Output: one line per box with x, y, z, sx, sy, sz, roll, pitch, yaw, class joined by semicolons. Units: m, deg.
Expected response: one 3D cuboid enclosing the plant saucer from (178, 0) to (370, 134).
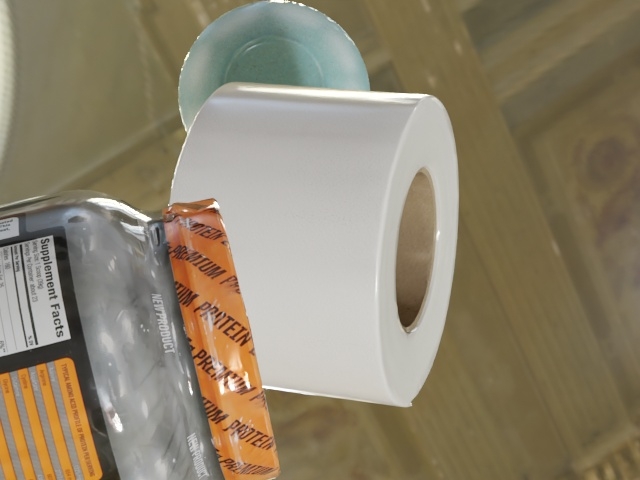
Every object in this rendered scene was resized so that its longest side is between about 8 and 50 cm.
-0.046;-0.150;1.530;0.195;0.195;0.037;-31;175;-5;plant saucer

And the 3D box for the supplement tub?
-0.189;0.086;0.789;0.316;0.194;0.193;-12;-148;-5;supplement tub

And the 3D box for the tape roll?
0.000;0.000;1.211;0.169;0.246;0.246;7;-137;18;tape roll
